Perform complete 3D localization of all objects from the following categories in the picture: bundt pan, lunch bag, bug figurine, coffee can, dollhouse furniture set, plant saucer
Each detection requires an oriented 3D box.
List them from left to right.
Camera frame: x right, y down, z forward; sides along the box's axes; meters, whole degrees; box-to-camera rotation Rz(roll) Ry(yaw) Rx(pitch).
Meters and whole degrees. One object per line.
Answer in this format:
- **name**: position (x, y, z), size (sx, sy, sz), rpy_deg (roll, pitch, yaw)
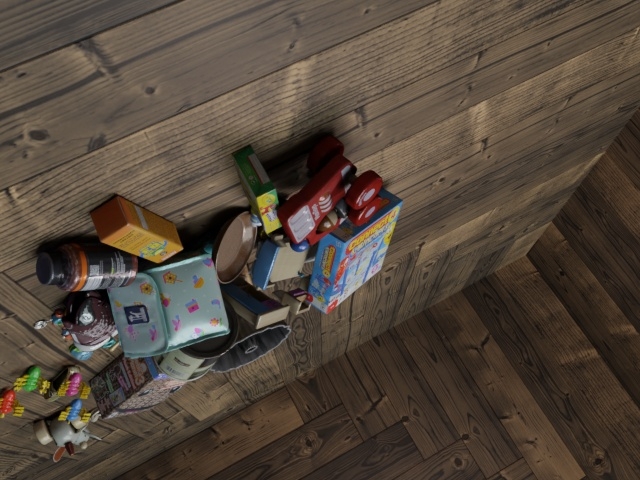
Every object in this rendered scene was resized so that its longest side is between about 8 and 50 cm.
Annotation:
- **bug figurine**: position (-0.804, 0.456, 1.824), size (0.279, 0.072, 0.216), rpy_deg (18, 121, -31)
- **lunch bag**: position (-0.380, 0.153, 1.532), size (0.262, 0.223, 0.160), rpy_deg (-15, -167, -19)
- **coffee can**: position (-0.381, 0.292, 1.869), size (0.201, 0.201, 0.275), rpy_deg (-17, 163, -31)
- **plant saucer**: position (-0.229, 0.013, 1.615), size (0.198, 0.036, 0.198), rpy_deg (-55, 157, -36)
- **bundt pan**: position (-0.279, 0.350, 2.286), size (0.331, 0.124, 0.331), rpy_deg (-26, 158, -11)
- **dollhouse furniture set**: position (-0.145, 0.065, 1.874), size (0.286, 0.198, 0.303), rpy_deg (-12, 128, -53)

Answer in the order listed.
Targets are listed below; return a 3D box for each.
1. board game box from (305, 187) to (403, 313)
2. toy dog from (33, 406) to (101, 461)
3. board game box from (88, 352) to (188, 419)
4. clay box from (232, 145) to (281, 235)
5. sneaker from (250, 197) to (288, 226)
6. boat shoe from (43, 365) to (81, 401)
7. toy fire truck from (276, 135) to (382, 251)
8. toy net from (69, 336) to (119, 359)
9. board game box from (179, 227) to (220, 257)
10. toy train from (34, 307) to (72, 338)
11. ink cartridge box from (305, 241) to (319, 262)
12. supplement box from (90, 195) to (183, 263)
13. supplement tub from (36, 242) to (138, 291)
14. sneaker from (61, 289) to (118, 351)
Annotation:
- **board game box**: position (0.104, 0.031, 1.915), size (0.308, 0.086, 0.302), rpy_deg (-35, 150, -40)
- **toy dog**: position (-0.883, 0.711, 2.236), size (0.220, 0.161, 0.333), rpy_deg (-32, 159, 4)
- **board game box**: position (-0.581, 0.455, 2.094), size (0.291, 0.141, 0.232), rpy_deg (-39, 158, 20)
- **clay box**: position (-0.141, -0.107, 1.445), size (0.053, 0.127, 0.222), rpy_deg (-27, 159, -8)
- **sneaker**: position (-0.125, -0.071, 1.638), size (0.144, 0.053, 0.059), rpy_deg (-11, 138, -34)
- **boat shoe**: position (-0.795, 0.434, 1.890), size (0.153, 0.056, 0.048), rpy_deg (-38, 148, 14)
- **toy fire truck**: position (0.007, -0.089, 1.534), size (0.254, 0.169, 0.302), rpy_deg (-43, 164, -9)
- **toy net**: position (-0.608, 0.281, 1.812), size (0.232, 0.045, 0.122), rpy_deg (-19, 154, -31)
- **board game box**: position (-0.318, 0.038, 1.673), size (0.186, 0.026, 0.126), rpy_deg (-38, 157, 17)
- **toy train**: position (-0.655, 0.228, 1.623), size (0.125, 0.046, 0.166), rpy_deg (-33, 159, 5)
- **ink cartridge box**: position (0.000, 0.000, 1.987), size (0.225, 0.056, 0.181), rpy_deg (-15, 154, -46)
- **supplement box**: position (-0.398, -0.018, 1.372), size (0.078, 0.080, 0.233), rpy_deg (-31, 162, 8)
- **supplement tub**: position (-0.508, 0.056, 1.355), size (0.198, 0.106, 0.106), rpy_deg (0, 144, -51)
- **sneaker**: position (-0.518, 0.148, 1.561), size (0.281, 0.106, 0.162), rpy_deg (-40, 140, -21)
